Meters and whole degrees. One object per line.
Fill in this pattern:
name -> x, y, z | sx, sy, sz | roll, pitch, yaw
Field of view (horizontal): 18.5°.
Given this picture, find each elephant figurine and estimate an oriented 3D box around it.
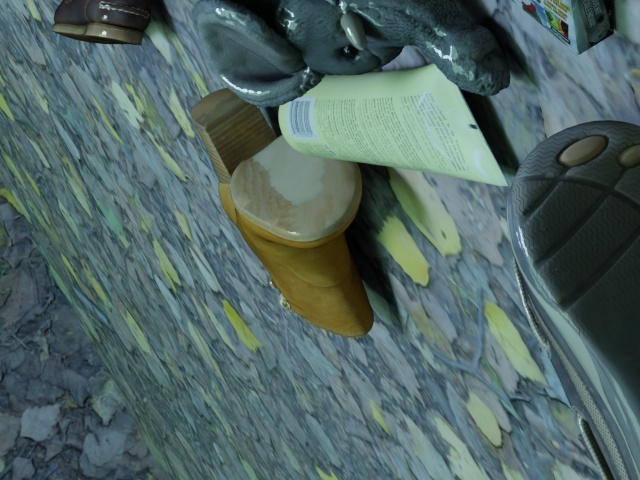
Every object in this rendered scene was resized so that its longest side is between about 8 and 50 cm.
elephant figurine -> -0.017, -0.161, 1.228 | 0.239, 0.169, 0.186 | 46, -162, -15

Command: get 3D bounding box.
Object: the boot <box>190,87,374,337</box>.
boot -> -0.001, 0.000, 1.606 | 0.211, 0.104, 0.295 | 60, 171, -29

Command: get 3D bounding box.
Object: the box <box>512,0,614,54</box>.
box -> 0.100, -0.170, 1.034 | 0.137, 0.027, 0.094 | 47, 163, 38

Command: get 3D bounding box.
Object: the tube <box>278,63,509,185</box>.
tube -> 0.048, -0.082, 1.343 | 0.070, 0.062, 0.240 | 17, 177, -25

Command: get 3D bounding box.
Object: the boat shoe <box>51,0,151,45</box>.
boat shoe -> -0.205, -0.223, 1.877 | 0.207, 0.073, 0.073 | -168, 86, -66

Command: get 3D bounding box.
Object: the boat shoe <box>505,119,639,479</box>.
boat shoe -> 0.211, 0.102, 1.068 | 0.130, 0.132, 0.355 | 110, 136, -84
